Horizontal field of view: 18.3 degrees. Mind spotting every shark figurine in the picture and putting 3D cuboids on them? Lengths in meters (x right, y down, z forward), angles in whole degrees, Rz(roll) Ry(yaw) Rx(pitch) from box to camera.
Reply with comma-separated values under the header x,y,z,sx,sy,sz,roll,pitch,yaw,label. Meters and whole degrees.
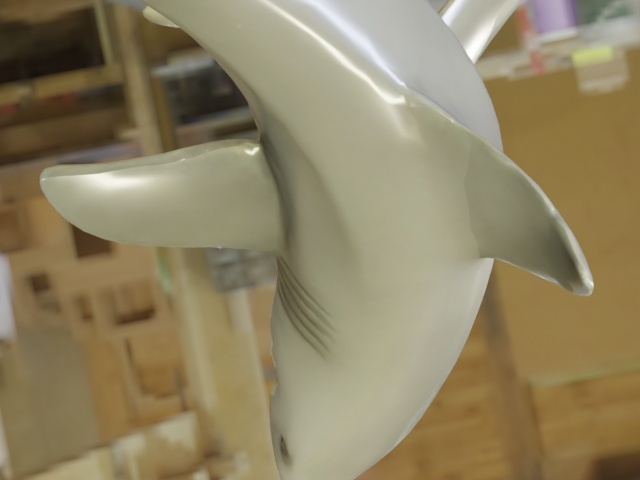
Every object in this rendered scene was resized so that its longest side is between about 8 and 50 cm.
x,y,z,sx,sy,sz,roll,pitch,yaw,label
0.000,-0.021,0.420,0.166,0.116,0.278,-50,145,3,shark figurine
